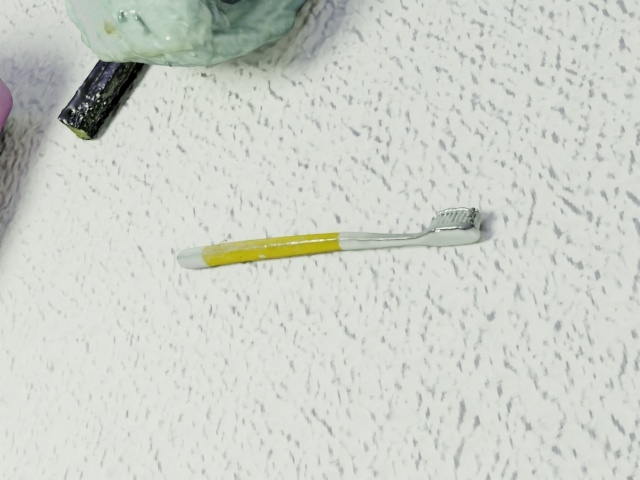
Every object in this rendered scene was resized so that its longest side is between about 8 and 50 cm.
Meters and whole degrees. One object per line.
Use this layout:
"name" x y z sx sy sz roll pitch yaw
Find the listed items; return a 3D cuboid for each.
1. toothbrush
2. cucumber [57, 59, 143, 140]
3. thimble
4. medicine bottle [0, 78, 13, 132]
"toothbrush" 0.000 0.000 1.149 0.288 0.021 0.024 -6 49 35
"cucumber" -0.189 -0.169 1.393 0.163 0.043 0.039 -54 3 -6
"thimble" -0.119 -0.258 1.271 0.172 0.205 0.250 3 60 39
"medicine bottle" -0.444 -0.031 1.384 0.212 0.212 0.325 3 65 39
